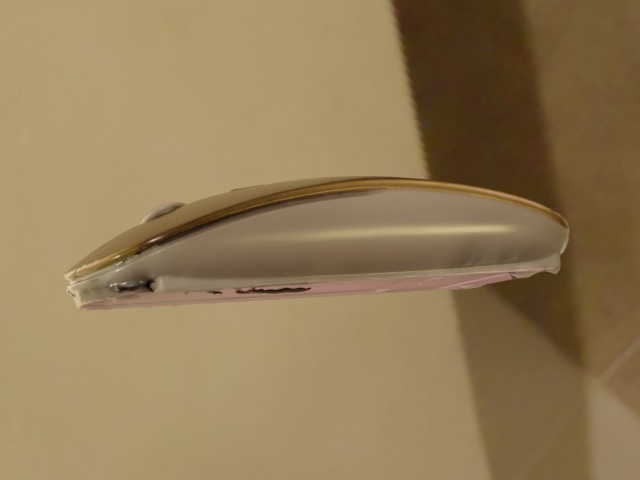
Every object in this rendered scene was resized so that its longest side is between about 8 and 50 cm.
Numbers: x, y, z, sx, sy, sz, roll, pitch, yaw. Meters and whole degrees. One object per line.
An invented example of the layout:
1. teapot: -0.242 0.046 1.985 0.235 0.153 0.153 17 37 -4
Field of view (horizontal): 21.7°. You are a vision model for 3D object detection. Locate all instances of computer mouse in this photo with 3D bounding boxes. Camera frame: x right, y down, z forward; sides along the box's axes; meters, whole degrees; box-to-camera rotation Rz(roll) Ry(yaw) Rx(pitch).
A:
1. computer mouse: 0.000 0.000 1.012 0.158 0.310 0.072 163 103 -65
